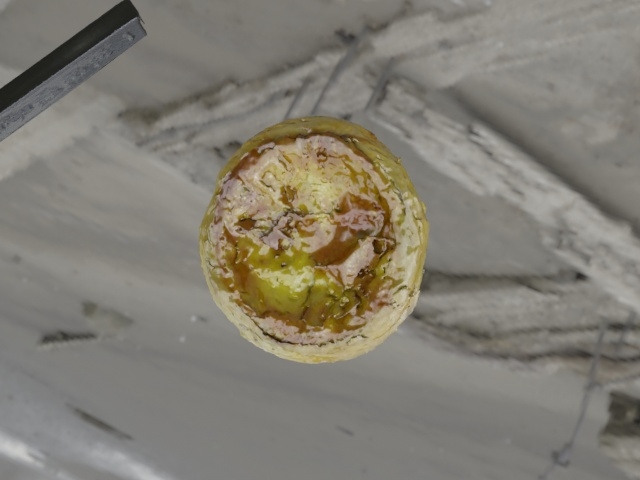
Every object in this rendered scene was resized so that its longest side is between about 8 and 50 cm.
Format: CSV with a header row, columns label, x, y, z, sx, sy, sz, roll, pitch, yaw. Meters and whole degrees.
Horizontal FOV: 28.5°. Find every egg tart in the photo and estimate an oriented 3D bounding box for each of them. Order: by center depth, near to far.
label,x,y,z,sx,sy,sz,roll,pitch,yaw
egg tart,0.000,0.000,1.491,0.290,0.290,0.115,21,-174,17

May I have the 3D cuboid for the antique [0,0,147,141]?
label,x,y,z,sx,sy,sz,roll,pitch,yaw
antique,-0.176,-0.068,0.694,0.015,0.192,0.031,54,178,13
